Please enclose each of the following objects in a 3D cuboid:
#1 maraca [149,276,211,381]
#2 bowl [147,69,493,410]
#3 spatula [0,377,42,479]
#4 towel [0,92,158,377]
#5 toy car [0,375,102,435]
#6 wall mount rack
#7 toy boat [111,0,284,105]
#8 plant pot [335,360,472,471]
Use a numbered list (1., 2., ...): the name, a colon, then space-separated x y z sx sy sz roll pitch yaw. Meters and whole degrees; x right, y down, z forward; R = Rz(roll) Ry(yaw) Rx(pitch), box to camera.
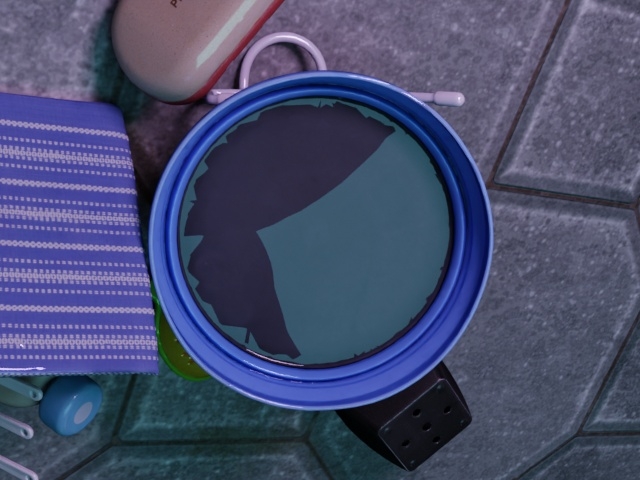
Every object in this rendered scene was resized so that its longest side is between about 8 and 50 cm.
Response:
1. maraca: -0.170 0.098 1.488 0.127 0.099 0.186 -32 113 -34
2. bowl: 0.000 0.000 1.290 0.391 0.077 0.391 -1 102 -6
3. spatula: -0.421 0.189 1.322 0.019 0.242 0.168 -35 139 -56
4. towel: -0.307 -0.012 1.206 0.243 0.336 0.040 2 155 -32
5. toy car: -0.295 0.084 1.369 0.238 0.219 0.210 -18 135 -58
6. wall mount rack: 0.010 -0.076 1.374 0.304 0.130 0.350 -2 102 -10
7. toy boat: -0.124 -0.256 1.274 0.231 0.151 0.151 -49 160 6
8. plant pot: 0.119 0.231 1.701 0.187 0.167 0.188 -38 131 -4
